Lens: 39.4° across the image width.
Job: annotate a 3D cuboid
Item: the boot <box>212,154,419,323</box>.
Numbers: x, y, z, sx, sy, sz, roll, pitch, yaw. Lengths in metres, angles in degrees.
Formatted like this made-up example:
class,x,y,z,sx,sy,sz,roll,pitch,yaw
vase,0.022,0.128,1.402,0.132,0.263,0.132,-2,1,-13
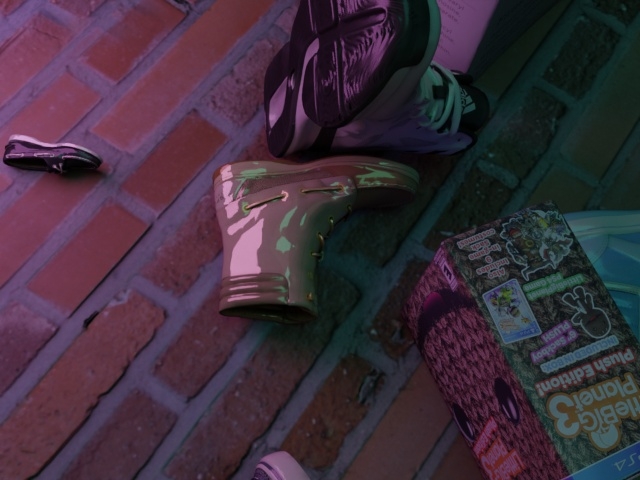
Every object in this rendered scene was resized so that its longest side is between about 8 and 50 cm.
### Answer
class,x,y,z,sx,sy,sz,roll,pitch,yaw
boot,0.000,0.000,1.101,0.262,0.095,0.203,-1,65,-6

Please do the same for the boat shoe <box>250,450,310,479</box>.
class,x,y,z,sx,sy,sz,roll,pitch,yaw
boat shoe,-0.042,0.394,0.896,0.158,0.127,0.340,-15,69,-22

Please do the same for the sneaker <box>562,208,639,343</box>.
class,x,y,z,sx,sy,sz,roll,pitch,yaw
sneaker,0.431,0.066,1.117,0.319,0.127,0.208,-6,66,-2

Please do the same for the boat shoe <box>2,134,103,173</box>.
class,x,y,z,sx,sy,sz,roll,pitch,yaw
boat shoe,-0.339,-0.103,1.130,0.125,0.046,0.038,12,65,1

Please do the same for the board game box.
class,x,y,z,sx,sy,sz,roll,pitch,yaw
board game box,0.233,0.144,0.992,0.141,0.232,0.291,-21,70,-15

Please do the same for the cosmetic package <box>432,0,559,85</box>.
class,x,y,z,sx,sy,sz,roll,pitch,yaw
cosmetic package,0.193,-0.468,1.176,0.327,0.393,0.329,41,68,11

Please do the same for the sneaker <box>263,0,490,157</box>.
class,x,y,z,sx,sy,sz,roll,pitch,yaw
sneaker,0.101,-0.197,1.025,0.258,0.447,0.169,-3,86,-16
